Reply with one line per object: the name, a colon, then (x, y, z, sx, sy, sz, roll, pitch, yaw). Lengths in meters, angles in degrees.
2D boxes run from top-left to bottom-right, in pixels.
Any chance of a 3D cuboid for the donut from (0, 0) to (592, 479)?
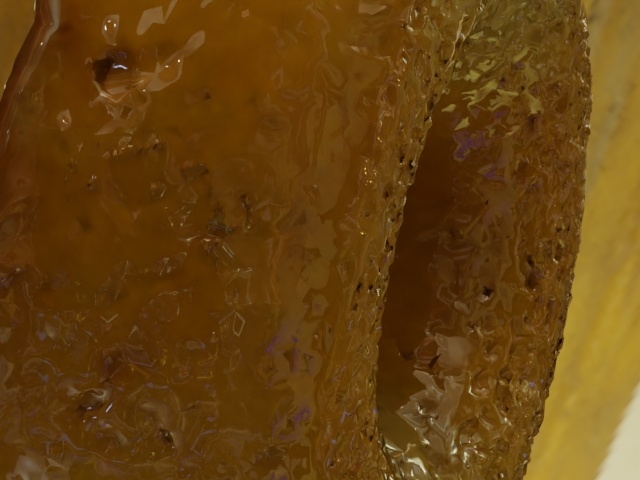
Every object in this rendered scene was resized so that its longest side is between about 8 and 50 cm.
donut: (0.000, -0.003, 0.528, 0.277, 0.108, 0.278, 9, -90, -66)
